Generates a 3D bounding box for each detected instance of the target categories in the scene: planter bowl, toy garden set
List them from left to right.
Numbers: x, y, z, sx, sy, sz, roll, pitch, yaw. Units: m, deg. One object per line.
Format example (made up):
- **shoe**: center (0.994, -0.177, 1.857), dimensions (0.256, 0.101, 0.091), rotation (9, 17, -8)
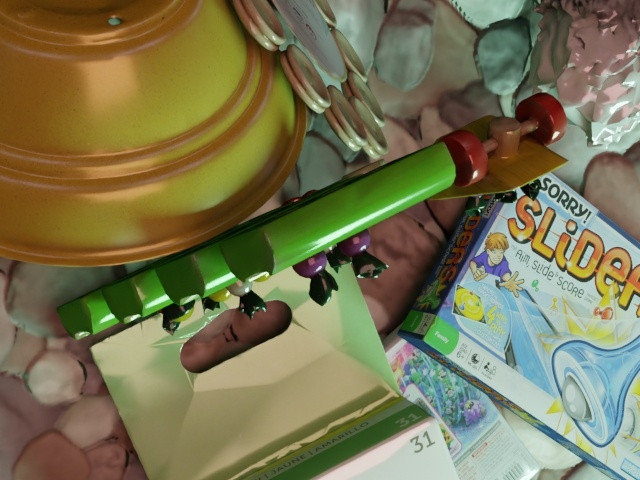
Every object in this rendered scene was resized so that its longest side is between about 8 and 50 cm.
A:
- **planter bowl**: center (-0.113, -0.095, 0.714), dimensions (0.217, 0.217, 0.090), rotation (-16, 140, -18)
- **toy garden set**: center (0.000, 0.000, 0.771), dimensions (0.204, 0.244, 0.049), rotation (-26, 94, -32)

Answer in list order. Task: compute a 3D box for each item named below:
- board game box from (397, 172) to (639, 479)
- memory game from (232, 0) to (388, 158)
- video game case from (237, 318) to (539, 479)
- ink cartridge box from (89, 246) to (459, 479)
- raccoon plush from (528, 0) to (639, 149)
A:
- **board game box**: center (0.160, 0.053, 0.948), dimensions (0.201, 0.035, 0.136), rotation (34, 78, -25)
- **memory game**: center (-0.018, -0.124, 0.782), dimensions (0.012, 0.186, 0.186), rotation (-32, 113, 15)
- **video game case**: center (0.046, 0.147, 0.940), dimensions (0.157, 0.019, 0.143), rotation (-41, 111, -9)
- **ink cartridge box**: center (-0.013, 0.136, 0.876), dimensions (0.171, 0.056, 0.235), rotation (-26, 109, -14)
- **raccoon plush**: center (0.337, -0.227, 0.797), dimensions (0.216, 0.299, 0.446), rotation (29, 77, -36)
